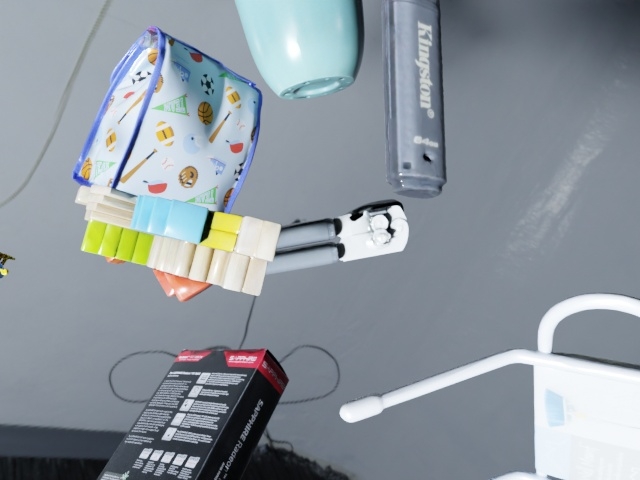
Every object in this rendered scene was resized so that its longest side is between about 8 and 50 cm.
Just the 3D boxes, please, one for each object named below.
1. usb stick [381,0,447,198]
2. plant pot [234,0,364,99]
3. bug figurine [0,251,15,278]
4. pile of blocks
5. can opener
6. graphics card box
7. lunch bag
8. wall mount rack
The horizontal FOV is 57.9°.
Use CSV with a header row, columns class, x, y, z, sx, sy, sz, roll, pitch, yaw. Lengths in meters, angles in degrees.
class,x,y,z,sx,sy,sz,roll,pitch,yaw
usb stick,0.097,-0.184,0.606,0.077,0.045,0.278,6,80,-42
plant pot,-0.029,-0.462,1.330,0.293,0.293,0.235,-12,91,-20
bug figurine,-0.661,0.003,0.942,0.279,0.216,0.072,42,63,-58
pile of blocks,-0.205,0.008,0.715,0.149,0.362,0.113,19,83,-50
can opener,0.000,0.000,0.880,0.280,0.093,0.074,-12,106,-10
graphics card box,-0.229,0.353,0.966,0.094,0.232,0.371,58,42,-30
lunch bag,-0.330,-0.246,1.338,0.328,0.239,0.385,19,97,-48
wall mount rack,0.197,0.206,0.532,0.130,0.304,0.350,-56,141,-43
